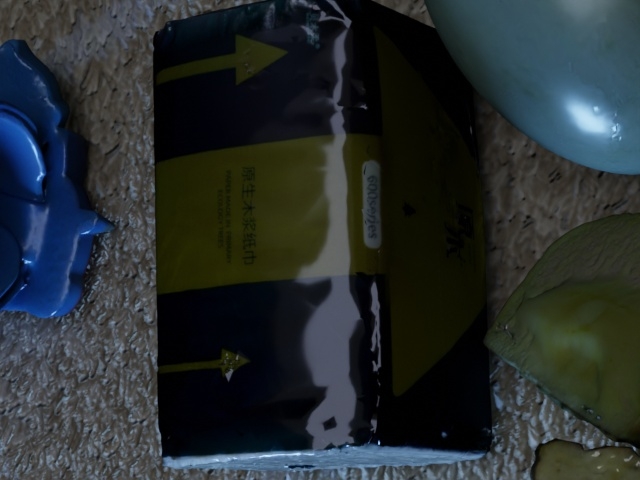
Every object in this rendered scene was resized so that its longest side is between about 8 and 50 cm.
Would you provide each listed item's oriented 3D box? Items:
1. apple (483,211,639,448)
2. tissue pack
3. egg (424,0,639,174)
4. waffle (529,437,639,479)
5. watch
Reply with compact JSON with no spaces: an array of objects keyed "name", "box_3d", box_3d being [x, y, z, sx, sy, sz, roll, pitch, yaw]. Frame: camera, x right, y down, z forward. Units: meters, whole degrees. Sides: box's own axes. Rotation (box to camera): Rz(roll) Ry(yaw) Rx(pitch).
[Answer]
[{"name":"apple","box_3d":[0.273,0.077,1.486,0.193,0.120,0.265,-51,27,-2]},{"name":"tissue pack","box_3d":[0.000,0.000,1.583,0.253,0.264,0.417,-9,77,29]},{"name":"egg","box_3d":[0.230,-0.235,1.490,0.276,0.276,0.389,-34,68,19]},{"name":"waffle","box_3d":[0.317,0.246,1.396,0.247,0.221,0.055,1,56,34]},{"name":"watch","box_3d":[-0.374,-0.069,1.779,0.241,0.274,0.305,8,91,29]}]
